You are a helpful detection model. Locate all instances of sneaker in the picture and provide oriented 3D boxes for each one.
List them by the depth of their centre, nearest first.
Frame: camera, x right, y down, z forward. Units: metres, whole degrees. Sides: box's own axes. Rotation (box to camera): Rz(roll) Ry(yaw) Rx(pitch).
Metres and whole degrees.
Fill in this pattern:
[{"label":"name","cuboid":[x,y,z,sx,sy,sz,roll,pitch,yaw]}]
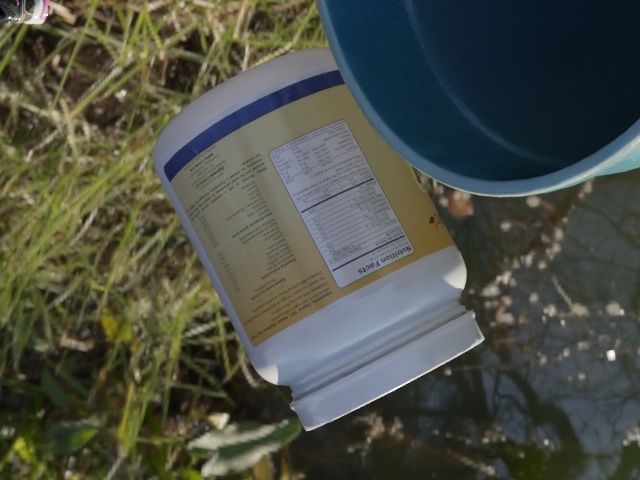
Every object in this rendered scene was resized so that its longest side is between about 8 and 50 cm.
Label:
[{"label":"sneaker","cuboid":[-0.398,-0.322,1.295,0.178,0.077,0.072,42,123,9]}]

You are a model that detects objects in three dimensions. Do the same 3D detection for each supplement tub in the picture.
[{"label":"supplement tub","cuboid":[0.000,0.000,1.067,0.228,0.228,0.316,-30,83,26]}]

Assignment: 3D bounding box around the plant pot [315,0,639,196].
[{"label":"plant pot","cuboid":[0.168,-0.163,0.467,0.255,0.271,0.271,-6,138,-30]}]
